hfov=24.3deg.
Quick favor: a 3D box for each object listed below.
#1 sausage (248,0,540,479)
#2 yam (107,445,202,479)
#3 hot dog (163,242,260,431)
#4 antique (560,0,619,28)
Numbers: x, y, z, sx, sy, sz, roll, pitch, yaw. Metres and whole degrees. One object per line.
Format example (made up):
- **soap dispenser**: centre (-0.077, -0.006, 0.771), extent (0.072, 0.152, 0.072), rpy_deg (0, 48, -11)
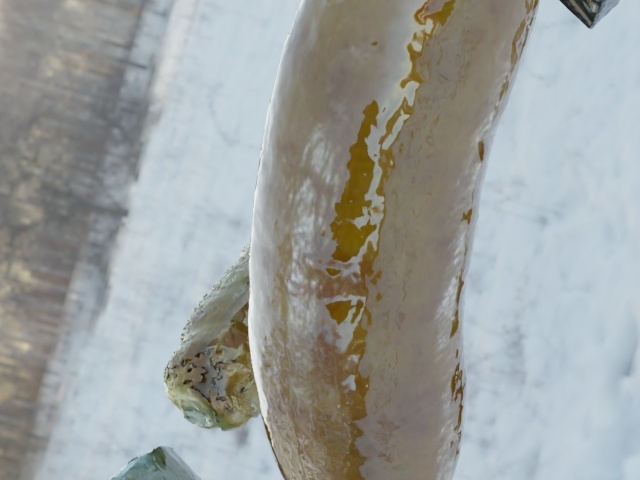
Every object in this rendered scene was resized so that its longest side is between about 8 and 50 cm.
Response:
- **sausage**: centre (0.024, 0.003, 0.630), extent (0.109, 0.109, 0.270), rpy_deg (-96, 11, -69)
- **yam**: centre (-0.053, 0.240, 0.922), extent (0.093, 0.259, 0.093), rpy_deg (-37, 9, 7)
- **hot dog**: centre (-0.001, 0.000, 0.953), extent (0.289, 0.083, 0.068), rpy_deg (-53, -46, -27)
- **antique**: centre (0.073, -0.096, 0.354), extent (0.015, 0.031, 0.192), rpy_deg (-40, -10, -6)
